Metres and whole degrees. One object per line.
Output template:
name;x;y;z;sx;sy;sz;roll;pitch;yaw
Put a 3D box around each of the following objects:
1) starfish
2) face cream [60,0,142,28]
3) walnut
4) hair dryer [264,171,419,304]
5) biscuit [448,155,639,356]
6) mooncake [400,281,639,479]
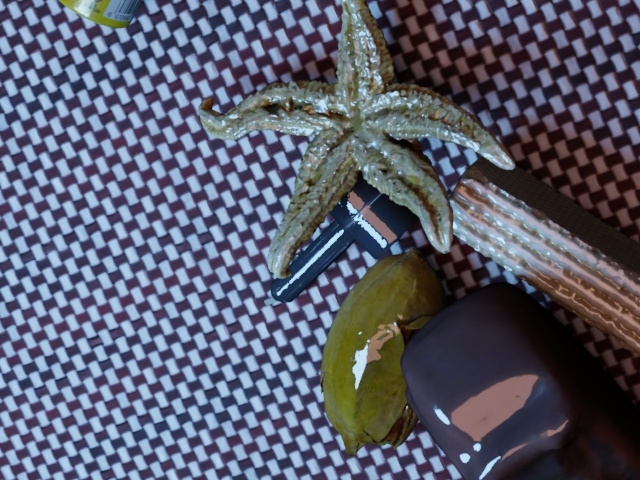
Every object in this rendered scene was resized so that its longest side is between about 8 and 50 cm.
starfish;0.032;-0.126;1.945;0.375;0.094;0.327;-2;91;29
face cream;-0.171;-0.398;1.981;0.105;0.105;0.349;34;111;5
walnut;0.070;0.124;2.044;0.137;0.137;0.245;23;106;9
hair dryer;0.000;0.000;2.067;0.124;0.071;0.219;45;120;3
biscuit;0.324;0.053;1.944;0.426;0.144;0.078;34;110;7
mooncake;0.234;0.211;1.914;0.174;0.326;0.334;-38;61;10
